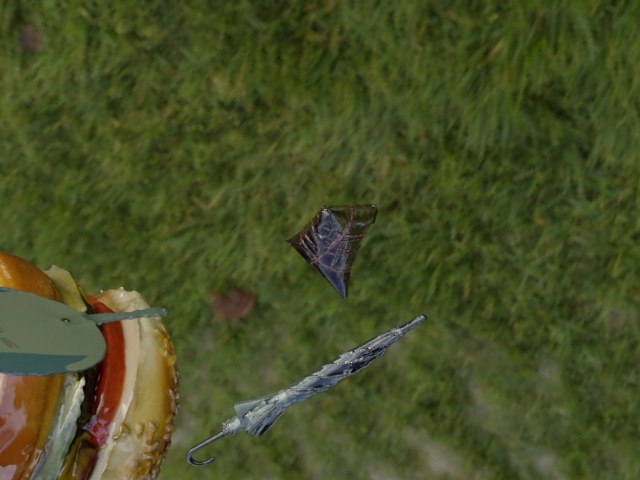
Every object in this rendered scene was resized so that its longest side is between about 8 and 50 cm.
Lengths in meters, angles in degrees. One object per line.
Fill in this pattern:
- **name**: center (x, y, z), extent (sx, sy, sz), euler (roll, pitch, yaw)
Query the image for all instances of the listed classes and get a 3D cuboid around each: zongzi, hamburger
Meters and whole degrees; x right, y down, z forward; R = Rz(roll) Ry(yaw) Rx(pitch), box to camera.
- **zongzi**: center (0.000, 0.000, 1.251), extent (0.073, 0.067, 0.083), euler (25, 113, 32)
- **hamburger**: center (-0.312, 0.190, 1.598), extent (0.250, 0.330, 0.330), euler (18, 143, -32)

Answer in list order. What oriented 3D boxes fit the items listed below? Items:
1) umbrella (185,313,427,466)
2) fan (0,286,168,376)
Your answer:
- **umbrella**: center (-0.021, 0.132, 1.297), extent (0.269, 0.044, 0.044), euler (-35, 127, 19)
- **fan**: center (-0.161, 0.051, 0.888), extent (0.113, 0.175, 0.005), euler (32, 114, 38)
